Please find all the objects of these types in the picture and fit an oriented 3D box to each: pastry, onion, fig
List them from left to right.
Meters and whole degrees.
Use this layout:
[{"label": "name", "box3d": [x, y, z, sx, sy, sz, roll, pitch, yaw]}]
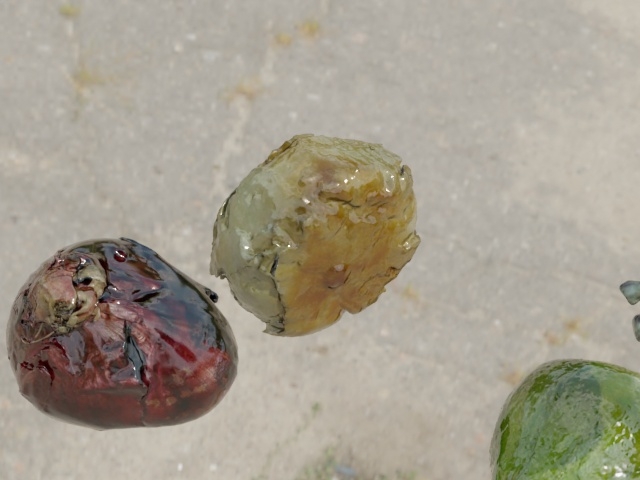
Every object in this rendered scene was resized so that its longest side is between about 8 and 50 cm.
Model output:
[{"label": "onion", "box3d": [-0.229, 0.119, 1.616, 0.281, 0.281, 0.221, 19, 63, 8]}, {"label": "pastry", "box3d": [-0.001, -0.004, 0.941, 0.153, 0.153, 0.081, -20, 43, -33]}, {"label": "fig", "box3d": [0.221, 0.224, 1.250, 0.203, 0.203, 0.235, 34, 49, 24]}]

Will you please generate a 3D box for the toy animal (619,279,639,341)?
[{"label": "toy animal", "box3d": [0.307, 0.038, 1.026, 0.170, 0.090, 0.255, -13, 37, 27]}]
